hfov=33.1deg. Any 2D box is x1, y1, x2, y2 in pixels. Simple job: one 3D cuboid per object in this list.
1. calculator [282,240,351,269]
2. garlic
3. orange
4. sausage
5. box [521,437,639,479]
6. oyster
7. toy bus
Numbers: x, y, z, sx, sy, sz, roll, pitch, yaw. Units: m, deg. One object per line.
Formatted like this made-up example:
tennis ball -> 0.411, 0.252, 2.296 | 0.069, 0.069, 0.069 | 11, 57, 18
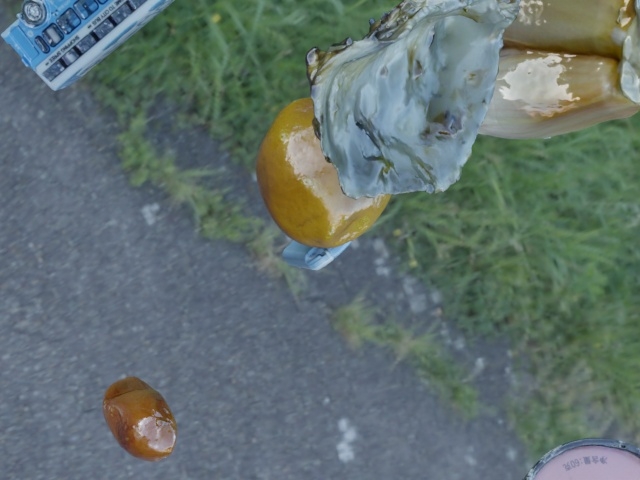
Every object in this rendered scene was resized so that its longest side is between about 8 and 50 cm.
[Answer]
calculator -> 0.000, 0.000, 1.892 | 0.121, 0.210, 0.039 | -43, 103, -13
garlic -> 0.341, -0.269, 1.555 | 0.249, 0.313, 0.286 | -54, 132, -39
orange -> 0.010, -0.118, 1.699 | 0.249, 0.183, 0.248 | 41, 36, -40
sausage -> -0.248, 0.244, 1.481 | 0.089, 0.179, 0.089 | -7, 108, -23
box -> 0.232, 0.257, 0.942 | 0.151, 0.135, 0.151 | 0, 71, -1
oyster -> 0.096, -0.147, 1.027 | 0.396, 0.111, 0.204 | -33, 136, -52
toy bus -> -0.316, -0.348, 1.563 | 0.131, 0.297, 0.106 | 53, 27, -8
